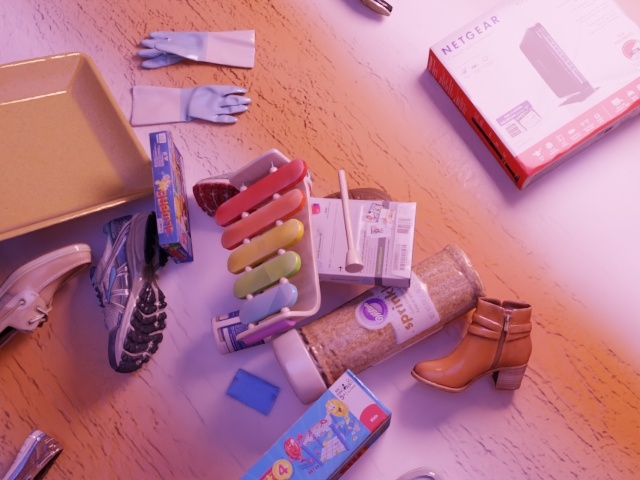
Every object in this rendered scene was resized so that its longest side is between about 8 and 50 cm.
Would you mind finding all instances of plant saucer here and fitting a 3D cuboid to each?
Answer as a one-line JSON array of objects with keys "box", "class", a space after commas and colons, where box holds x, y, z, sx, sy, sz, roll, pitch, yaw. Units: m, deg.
[{"box": [-0.499, -0.159, 1.426, 0.332, 0.081, 0.333, -21, 72, -36], "class": "plant saucer"}]

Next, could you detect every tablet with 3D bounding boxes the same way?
[{"box": [-0.116, 0.259, 1.390, 0.083, 0.006, 0.054, 26, 78, 8], "class": "tablet"}]

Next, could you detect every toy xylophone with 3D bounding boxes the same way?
[{"box": [-0.056, -0.002, 1.282, 0.236, 0.081, 0.323, -35, 50, 28], "class": "toy xylophone"}]

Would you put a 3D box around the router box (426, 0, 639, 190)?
[{"box": [0.414, -0.305, 1.472, 0.335, 0.082, 0.301, -33, 76, -6], "class": "router box"}]

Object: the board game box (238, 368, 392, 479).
[{"box": [-0.028, 0.345, 1.208, 0.302, 0.308, 0.086, -44, 76, -9], "class": "board game box"}]

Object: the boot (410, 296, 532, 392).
[{"box": [0.249, 0.166, 1.329, 0.197, 0.073, 0.153, 0, 111, -9], "class": "boot"}]

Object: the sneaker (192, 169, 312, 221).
[{"box": [-0.120, -0.091, 1.452, 0.225, 0.088, 0.093, -3, 36, 12], "class": "sneaker"}]

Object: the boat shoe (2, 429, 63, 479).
[{"box": [-0.489, 0.410, 1.338, 0.066, 0.066, 0.183, 23, 78, 7], "class": "boat shoe"}]

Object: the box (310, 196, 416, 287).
[{"box": [0.061, 0.001, 1.338, 0.186, 0.038, 0.145, 3, 61, 8], "class": "box"}]

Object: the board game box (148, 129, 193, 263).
[{"box": [-0.260, -0.073, 1.418, 0.035, 0.136, 0.201, -9, 74, 0], "class": "board game box"}]

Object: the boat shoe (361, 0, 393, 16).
[{"box": [0.087, -0.476, 1.551, 0.133, 0.049, 0.042, 38, 88, 16], "class": "boat shoe"}]

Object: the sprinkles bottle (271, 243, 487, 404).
[{"box": [0.098, 0.138, 1.353, 0.355, 0.121, 0.121, -28, 76, -5], "class": "sprinkles bottle"}]

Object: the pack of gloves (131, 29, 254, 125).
[{"box": [-0.243, -0.316, 1.529, 0.231, 0.046, 0.195, -1, 74, 3], "class": "pack of gloves"}]

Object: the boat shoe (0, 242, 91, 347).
[{"box": [-0.511, 0.115, 1.401, 0.302, 0.109, 0.098, -35, 81, 0], "class": "boat shoe"}]

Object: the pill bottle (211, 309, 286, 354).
[{"box": [-0.121, 0.149, 1.388, 0.120, 0.067, 0.067, -15, 75, -1], "class": "pill bottle"}]

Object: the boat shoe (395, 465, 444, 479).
[{"box": [0.108, 0.445, 1.290, 0.227, 0.081, 0.079, -36, 76, -6], "class": "boat shoe"}]

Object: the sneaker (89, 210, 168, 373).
[{"box": [-0.339, 0.090, 1.412, 0.122, 0.110, 0.283, -2, 72, 21], "class": "sneaker"}]

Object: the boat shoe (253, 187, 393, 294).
[{"box": [0.000, 0.000, 1.420, 0.285, 0.089, 0.105, -25, 60, -7], "class": "boat shoe"}]
